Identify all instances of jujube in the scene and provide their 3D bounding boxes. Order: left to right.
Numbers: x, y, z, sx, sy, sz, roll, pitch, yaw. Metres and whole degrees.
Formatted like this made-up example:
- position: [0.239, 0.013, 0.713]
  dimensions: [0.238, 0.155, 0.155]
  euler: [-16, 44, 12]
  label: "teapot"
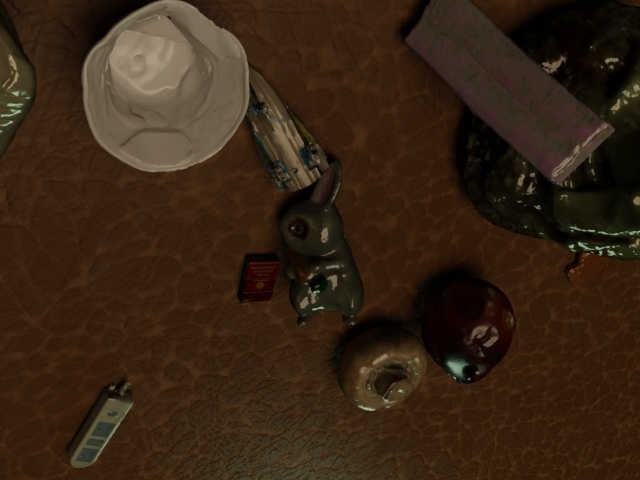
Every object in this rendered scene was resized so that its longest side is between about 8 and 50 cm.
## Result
- position: [0.266, 0.173, 1.328]
  dimensions: [0.168, 0.168, 0.236]
  euler: [-23, 137, -10]
  label: "jujube"

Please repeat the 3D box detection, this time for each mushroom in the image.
- position: [0.111, 0.231, 1.309]
  dimensions: [0.166, 0.127, 0.166]
  euler: [-12, 132, -13]
  label: "mushroom"

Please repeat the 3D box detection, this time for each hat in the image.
- position: [-0.188, -0.193, 0.855]
  dimensions: [0.203, 0.126, 0.203]
  euler: [-14, 128, -18]
  label: "hat"

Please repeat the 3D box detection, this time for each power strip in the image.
- position: [-0.353, 0.296, 1.186]
  dimensions: [0.048, 0.030, 0.191]
  euler: [21, 112, -37]
  label: "power strip"

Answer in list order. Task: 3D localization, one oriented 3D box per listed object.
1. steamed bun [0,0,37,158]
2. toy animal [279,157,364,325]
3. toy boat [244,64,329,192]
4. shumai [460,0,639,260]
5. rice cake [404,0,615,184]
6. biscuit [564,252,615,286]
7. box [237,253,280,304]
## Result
- position: [-0.443, -0.184, 0.654]
  dimensions: [0.368, 0.255, 0.343]
  euler: [-26, 157, 30]
  label: "steamed bun"
- position: [-0.002, -0.001, 1.109]
  dimensions: [0.125, 0.127, 0.251]
  euler: [-14, 111, -26]
  label: "toy animal"
- position: [-0.062, -0.154, 0.994]
  dimensions: [0.084, 0.066, 0.210]
  euler: [-26, 120, 6]
  label: "toy boat"
- position: [0.424, -0.114, 1.079]
  dimensions: [0.395, 0.348, 0.395]
  euler: [-12, 130, -14]
  label: "shumai"
- position: [0.239, -0.208, 0.977]
  dimensions: [0.106, 0.298, 0.050]
  euler: [-47, 169, 15]
  label: "rice cake"
- position: [0.540, 0.036, 1.453]
  dimensions: [0.102, 0.019, 0.130]
  euler: [22, 110, -37]
  label: "biscuit"
- position: [-0.097, 0.060, 1.150]
  dimensions: [0.052, 0.023, 0.082]
  euler: [0, 123, -25]
  label: "box"
